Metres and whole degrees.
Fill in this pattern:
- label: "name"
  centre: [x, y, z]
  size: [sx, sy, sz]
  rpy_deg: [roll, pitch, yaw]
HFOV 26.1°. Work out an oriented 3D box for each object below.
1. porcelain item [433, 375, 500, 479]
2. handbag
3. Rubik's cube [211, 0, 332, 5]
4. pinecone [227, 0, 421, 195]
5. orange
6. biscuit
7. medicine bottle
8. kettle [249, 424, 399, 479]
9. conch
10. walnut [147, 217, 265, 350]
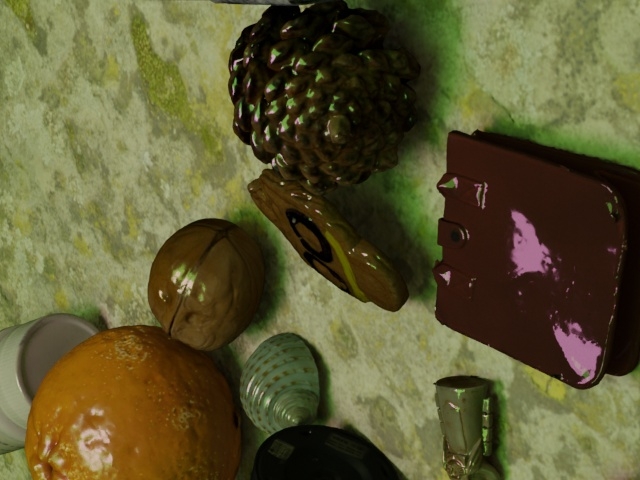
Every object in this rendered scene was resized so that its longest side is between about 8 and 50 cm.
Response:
- label: "porcelain item"
  centre: [0.187, 0.281, 1.755]
  size: [0.084, 0.054, 0.213]
  rpy_deg: [5, 105, 48]
- label: "handbag"
  centre: [0.251, 0.018, 1.601]
  size: [0.275, 0.084, 0.260]
  rpy_deg: [23, 119, 42]
- label: "Rubik's cube"
  centre: [-0.030, -0.438, 1.601]
  size: [0.313, 0.318, 0.316]
  rpy_deg: [10, 106, 45]
- label: "pinecone"
  centre: [-0.009, -0.193, 1.709]
  size: [0.257, 0.243, 0.243]
  rpy_deg: [49, 131, 31]
- label: "orange"
  centre: [-0.294, 0.302, 2.101]
  size: [0.341, 0.293, 0.340]
  rpy_deg: [17, 113, 43]
- label: "biscuit"
  centre: [0.000, 0.000, 1.805]
  size: [0.290, 0.041, 0.208]
  rpy_deg: [34, 161, 36]
- label: "medicine bottle"
  centre: [-0.531, 0.257, 2.409]
  size: [0.371, 0.211, 0.211]
  rpy_deg: [-22, 84, 48]
- label: "kettle"
  centre: [0.005, 0.439, 1.930]
  size: [0.203, 0.262, 0.308]
  rpy_deg: [-99, 21, -54]
- label: "conch"
  centre: [-0.062, 0.205, 1.975]
  size: [0.153, 0.102, 0.135]
  rpy_deg: [43, 114, 32]
- label: "walnut"
  centre: [-0.167, 0.065, 2.003]
  size: [0.167, 0.167, 0.207]
  rpy_deg: [48, 133, 28]
